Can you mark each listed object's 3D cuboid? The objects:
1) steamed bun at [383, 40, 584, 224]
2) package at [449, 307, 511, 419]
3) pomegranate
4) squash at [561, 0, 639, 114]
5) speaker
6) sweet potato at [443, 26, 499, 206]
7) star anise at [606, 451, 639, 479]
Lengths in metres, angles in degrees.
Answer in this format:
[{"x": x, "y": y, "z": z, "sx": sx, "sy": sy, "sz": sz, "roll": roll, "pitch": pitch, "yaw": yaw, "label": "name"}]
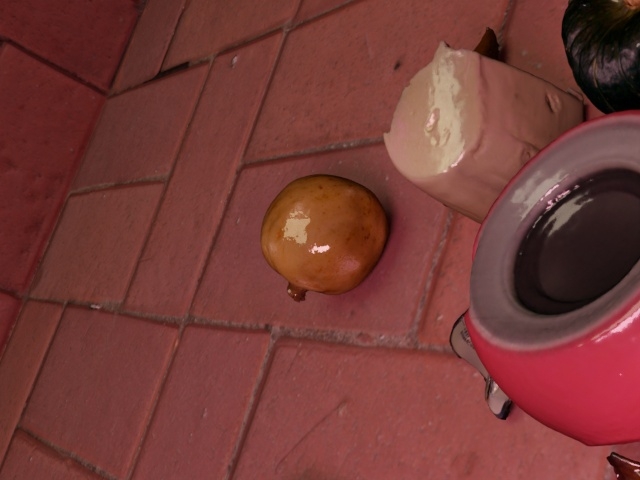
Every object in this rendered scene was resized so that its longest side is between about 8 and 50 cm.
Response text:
[{"x": 0.183, "y": -0.124, "z": 1.033, "sx": 0.170, "sy": 0.225, "sz": 0.200, "roll": -9, "pitch": 62, "yaw": 52, "label": "steamed bun"}, {"x": 0.242, "y": 0.082, "z": 0.978, "sx": 0.232, "sy": 0.040, "sz": 0.166, "roll": -47, "pitch": 35, "yaw": 22, "label": "package"}, {"x": 0.000, "y": 0.000, "z": 1.262, "sx": 0.196, "sy": 0.196, "sz": 0.196, "roll": -34, "pitch": 42, "yaw": 38, "label": "pomegranate"}, {"x": 0.372, "y": -0.240, "z": 0.905, "sx": 0.252, "sy": 0.165, "sz": 0.252, "roll": -37, "pitch": 39, "yaw": 38, "label": "squash"}, {"x": 0.271, "y": 0.028, "z": 0.762, "sx": 0.294, "sy": 0.294, "sz": 0.294, "roll": -34, "pitch": 42, "yaw": 38, "label": "speaker"}, {"x": 0.201, "y": -0.173, "z": 1.206, "sx": 0.057, "sy": 0.057, "sz": 0.265, "roll": 7, "pitch": 77, "yaw": 56, "label": "sweet potato"}, {"x": 0.316, "y": 0.250, "z": 0.749, "sx": 0.140, "sy": 0.144, "sz": 0.158, "roll": -4, "pitch": 62, "yaw": 3, "label": "star anise"}]
